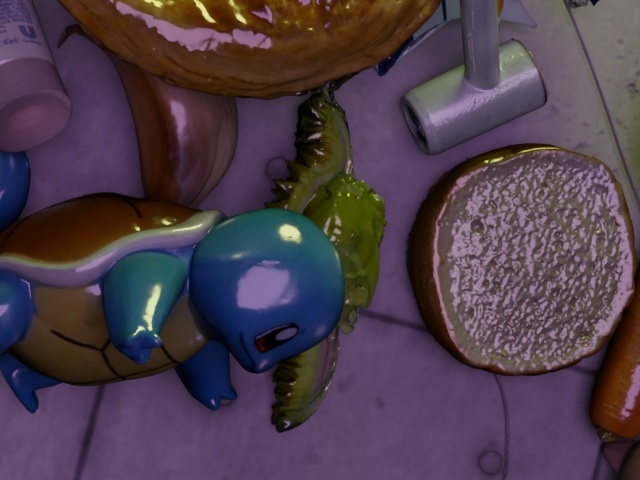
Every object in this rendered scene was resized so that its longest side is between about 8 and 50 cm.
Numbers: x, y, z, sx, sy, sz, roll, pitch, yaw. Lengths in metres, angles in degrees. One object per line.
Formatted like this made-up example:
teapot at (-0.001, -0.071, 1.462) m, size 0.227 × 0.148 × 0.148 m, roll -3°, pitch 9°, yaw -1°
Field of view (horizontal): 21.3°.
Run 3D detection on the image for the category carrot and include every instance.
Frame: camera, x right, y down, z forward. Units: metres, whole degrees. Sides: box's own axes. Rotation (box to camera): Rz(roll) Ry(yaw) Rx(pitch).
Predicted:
carrot at (0.321, 0.095, 1.682) m, size 0.067 × 0.067 × 0.225 m, roll 19°, pitch 85°, yaw -10°

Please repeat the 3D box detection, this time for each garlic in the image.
garlic at (-0.138, -0.134, 1.586) m, size 0.115 × 0.128 × 0.206 m, roll -24°, pitch 88°, yaw -32°

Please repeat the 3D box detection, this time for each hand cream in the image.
hand cream at (-0.311, -0.194, 1.537) m, size 0.133 × 0.083 × 0.248 m, roll -23°, pitch 62°, yaw -10°

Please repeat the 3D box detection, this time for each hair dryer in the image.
hair dryer at (0.141, -0.176, 1.576) m, size 0.131 × 0.236 × 0.073 m, roll -25°, pitch 62°, yaw -9°

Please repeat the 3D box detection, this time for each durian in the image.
durian at (-0.005, -0.001, 1.606) m, size 0.132 × 0.106 × 0.375 m, roll 5°, pitch 93°, yaw -16°

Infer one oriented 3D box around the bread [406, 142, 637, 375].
bread at (0.197, 0.018, 1.658) m, size 0.236 × 0.070 × 0.236 m, roll 0°, pitch 91°, yaw -11°

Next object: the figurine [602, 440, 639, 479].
figurine at (0.347, 0.246, 1.663) m, size 0.138 × 0.125 × 0.125 m, roll -1°, pitch 90°, yaw 0°

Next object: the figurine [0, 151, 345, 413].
figurine at (-0.191, 0.054, 1.506) m, size 0.416 × 0.298 × 0.243 m, roll 15°, pitch 70°, yaw 17°

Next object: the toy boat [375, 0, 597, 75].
toy boat at (0.139, -0.267, 1.648) m, size 0.291 × 0.067 × 0.220 m, roll -36°, pitch 106°, yaw 12°

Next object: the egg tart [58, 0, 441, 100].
egg tart at (-0.073, -0.337, 1.541) m, size 0.443 × 0.178 × 0.443 m, roll 1°, pitch 86°, yaw -18°
